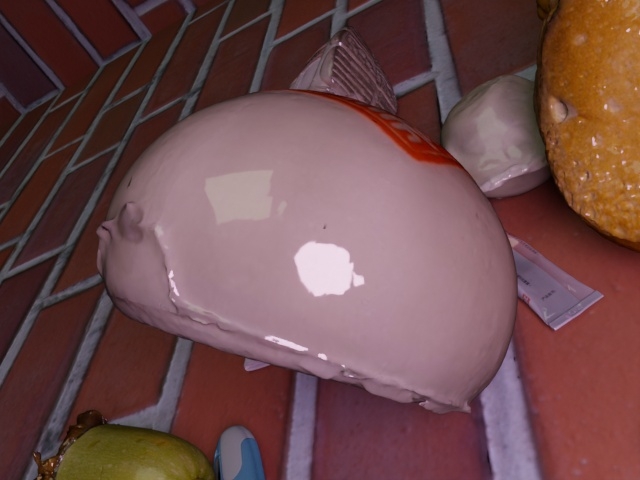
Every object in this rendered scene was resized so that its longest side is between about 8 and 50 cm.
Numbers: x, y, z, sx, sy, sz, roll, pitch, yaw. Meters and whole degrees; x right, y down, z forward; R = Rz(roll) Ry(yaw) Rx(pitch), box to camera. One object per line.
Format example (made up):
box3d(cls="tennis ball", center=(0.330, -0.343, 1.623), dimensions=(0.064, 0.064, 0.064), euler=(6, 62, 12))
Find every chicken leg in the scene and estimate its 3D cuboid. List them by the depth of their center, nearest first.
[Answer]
box3d(cls="chicken leg", center=(-0.309, 0.276, 0.839), dimensions=(0.085, 0.101, 0.207), euler=(-4, 25, -3))

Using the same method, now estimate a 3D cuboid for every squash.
box3d(cls="squash", center=(-0.183, 0.255, 0.715), dimensions=(0.186, 0.123, 0.123), euler=(-8, 42, 35))

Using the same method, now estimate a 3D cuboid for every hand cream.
box3d(cls="hand cream", center=(0.206, 0.020, 0.729), dimensions=(0.052, 0.038, 0.216), euler=(-57, 36, 13))

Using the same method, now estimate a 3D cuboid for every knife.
box3d(cls="knife", center=(-0.074, 0.274, 0.669), dimensions=(0.064, 0.031, 0.222), euler=(-41, 34, 14))

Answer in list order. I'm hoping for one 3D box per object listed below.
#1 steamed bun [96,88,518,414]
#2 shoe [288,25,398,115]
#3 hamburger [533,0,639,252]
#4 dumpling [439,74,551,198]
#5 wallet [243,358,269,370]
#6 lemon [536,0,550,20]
box3d(cls="steamed bun", center=(0.000, 0.000, 0.614), dimensions=(0.374, 0.374, 0.242), euler=(6, 74, 47))
box3d(cls="shoe", center=(-0.013, -0.195, 1.077), dimensions=(0.198, 0.172, 0.351), euler=(-16, 36, 34))
box3d(cls="hamburger", center=(0.328, -0.149, 0.587), dimensions=(0.289, 0.315, 0.170), euler=(-1, 10, 35))
box3d(cls="dumpling", center=(0.225, -0.126, 0.807), dimensions=(0.162, 0.132, 0.250), euler=(-28, 17, 29))
box3d(cls="wallet", center=(-0.066, 0.110, 0.876), dimensions=(0.061, 0.025, 0.122), euler=(-28, 33, 26))
box3d(cls="lemon", center=(0.399, -0.320, 0.747), dimensions=(0.297, 0.297, 0.297), euler=(-25, 34, 18))
